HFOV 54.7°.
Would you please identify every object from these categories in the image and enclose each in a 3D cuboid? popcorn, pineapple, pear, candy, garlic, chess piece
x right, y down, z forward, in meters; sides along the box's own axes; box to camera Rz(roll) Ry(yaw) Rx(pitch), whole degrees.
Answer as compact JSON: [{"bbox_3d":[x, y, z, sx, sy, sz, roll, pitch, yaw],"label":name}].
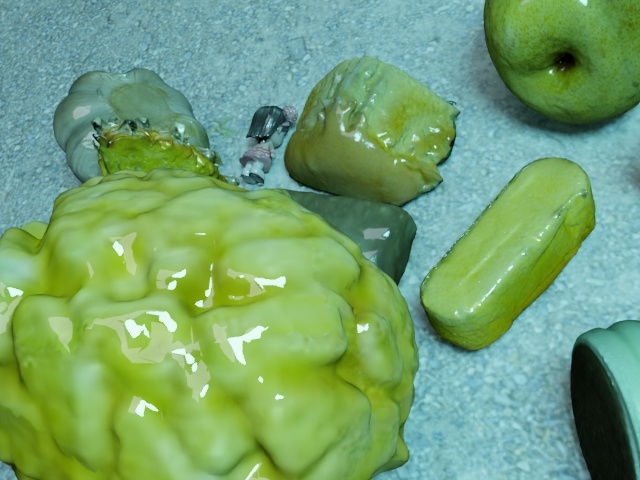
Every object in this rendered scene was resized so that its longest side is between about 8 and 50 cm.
[{"bbox_3d":[-0.120,0.112,0.553,0.390,0.353,0.345,34,117,61],"label":"popcorn"},{"bbox_3d":[-0.197,-0.065,0.798,0.161,0.335,0.158,-24,51,-18],"label":"pineapple"},{"bbox_3d":[0.310,-0.262,0.750,0.188,0.228,0.211,-28,25,55],"label":"pear"},{"bbox_3d":[0.000,0.000,0.788,0.233,0.102,0.104,12,68,25],"label":"candy"},{"bbox_3d":[-0.285,-0.151,0.937,0.227,0.152,0.228,9,57,-13],"label":"garlic"},{"bbox_3d":[0.386,0.148,0.517,0.298,0.195,0.195,-9,59,6],"label":"chess piece"}]

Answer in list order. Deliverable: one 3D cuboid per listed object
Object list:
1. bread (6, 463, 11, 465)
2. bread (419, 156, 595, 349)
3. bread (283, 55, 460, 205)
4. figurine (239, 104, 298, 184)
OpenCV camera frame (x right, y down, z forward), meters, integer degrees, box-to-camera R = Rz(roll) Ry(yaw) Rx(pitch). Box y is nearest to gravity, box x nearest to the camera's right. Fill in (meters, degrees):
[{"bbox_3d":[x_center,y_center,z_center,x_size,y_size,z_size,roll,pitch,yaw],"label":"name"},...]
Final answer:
[{"bbox_3d":[-0.341,0.198,0.832,0.235,0.070,0.236,-10,58,17],"label":"bread"},{"bbox_3d":[0.213,0.015,0.704,0.245,0.094,0.102,-47,47,-9],"label":"bread"},{"bbox_3d":[0.052,-0.160,0.837,0.251,0.133,0.174,15,67,28],"label":"bread"},{"bbox_3d":[-0.082,-0.149,0.928,0.072,0.054,0.129,-2,60,42],"label":"figurine"}]
